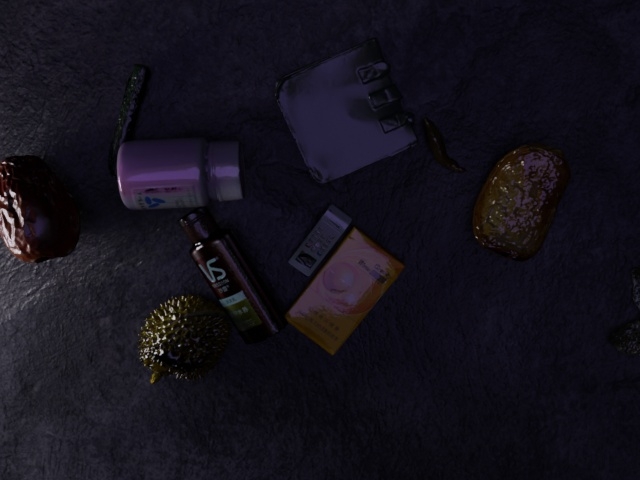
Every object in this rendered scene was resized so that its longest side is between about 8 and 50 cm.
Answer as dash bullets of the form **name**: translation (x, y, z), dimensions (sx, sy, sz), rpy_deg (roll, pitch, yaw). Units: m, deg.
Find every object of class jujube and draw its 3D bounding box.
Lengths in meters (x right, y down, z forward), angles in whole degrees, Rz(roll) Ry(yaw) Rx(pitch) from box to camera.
- **jujube**: translation (-0.609, -0.069, 1.560), dimensions (0.168, 0.168, 0.237), rpy_deg (-19, 86, 2)

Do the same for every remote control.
- **remote control**: translation (0.000, 0.000, 1.644), dimensions (0.065, 0.029, 0.166), rpy_deg (35, 103, -9)

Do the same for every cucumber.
- **cucumber**: translation (-0.419, -0.256, 1.576), dimensions (0.044, 0.043, 0.257), rpy_deg (18, 101, 0)

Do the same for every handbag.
- **handbag**: translation (0.057, -0.277, 1.568), dimensions (0.260, 0.079, 0.248), rpy_deg (-23, 101, 2)

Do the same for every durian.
- **durian**: translation (-0.317, 0.239, 1.627), dimensions (0.193, 0.138, 0.237), rpy_deg (32, 99, -7)

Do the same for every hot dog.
- **hot dog**: translation (0.442, -0.089, 1.599), dimensions (0.175, 0.114, 0.259), rpy_deg (24, 98, -1)

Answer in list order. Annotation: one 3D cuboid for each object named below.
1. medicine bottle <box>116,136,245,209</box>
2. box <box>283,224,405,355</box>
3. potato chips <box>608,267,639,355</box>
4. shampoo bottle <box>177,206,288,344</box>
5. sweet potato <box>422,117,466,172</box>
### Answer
- **medicine bottle**: translation (-0.290, -0.143, 1.547), dimensions (0.254, 0.152, 0.152), rpy_deg (-2, 101, -2)
- **box**: translation (0.053, 0.115, 1.661), dimensions (0.152, 0.043, 0.269), rpy_deg (36, 99, -8)
- **potato chips**: translation (0.772, 0.175, 1.700), dimensions (0.202, 0.029, 0.220), rpy_deg (31, 97, -10)
- **shampoo bottle**: translation (-0.201, 0.074, 1.617), dimensions (0.129, 0.084, 0.323), rpy_deg (-21, 104, 38)
- **sweet potato**: translation (0.264, -0.203, 1.608), dimensions (0.041, 0.038, 0.153), rpy_deg (-30, 103, 27)
